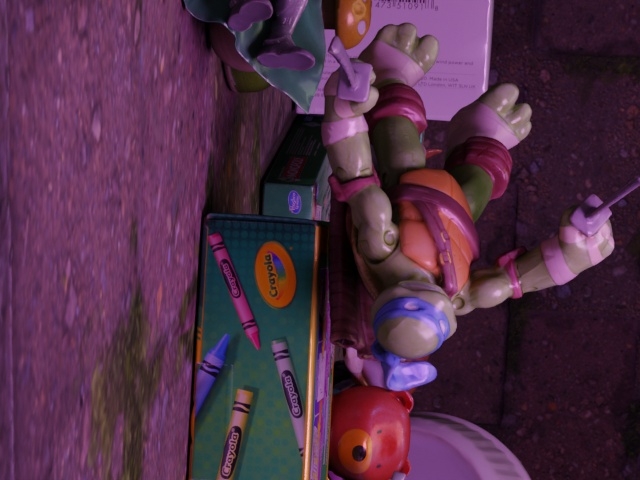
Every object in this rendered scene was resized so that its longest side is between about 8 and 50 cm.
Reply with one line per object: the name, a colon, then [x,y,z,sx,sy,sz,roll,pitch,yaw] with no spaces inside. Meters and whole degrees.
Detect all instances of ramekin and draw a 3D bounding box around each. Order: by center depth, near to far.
ramekin: [0.094,0.307,1.951,0.127,0.273,0.272,40,53,-69]

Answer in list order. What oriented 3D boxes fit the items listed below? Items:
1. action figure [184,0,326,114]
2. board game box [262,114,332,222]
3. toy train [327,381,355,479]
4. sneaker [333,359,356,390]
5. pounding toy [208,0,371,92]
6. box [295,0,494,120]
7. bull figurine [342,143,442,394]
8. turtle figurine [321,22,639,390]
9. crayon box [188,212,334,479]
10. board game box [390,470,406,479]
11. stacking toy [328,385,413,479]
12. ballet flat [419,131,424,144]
action figure: [-0.009,-0.213,1.163,0.137,0.063,0.232,49,45,-43]
board game box: [-0.015,0.013,1.688,0.317,0.046,0.213,-70,164,-74]
toy train: [0.027,0.219,1.883,0.046,0.125,0.166,-159,-112,-88]
sneaker: [0.028,0.173,2.028,0.170,0.089,0.051,84,11,-60]
pounding toy: [-0.007,-0.192,1.281,0.237,0.110,0.183,-18,111,-85]
box: [0.073,-0.209,1.750,0.119,0.181,0.182,-61,154,-77]
bull figurine: [0.069,0.005,1.821,0.188,0.101,0.310,58,31,-72]
turtle figurine: [0.100,-0.061,1.223,0.266,0.198,0.274,-85,178,-56]
crayon box: [-0.038,0.122,1.291,0.165,0.081,0.278,4,88,-85]
board game box: [0.037,0.410,1.581,0.390,0.050,0.390,73,33,-76]
stacking toy: [0.013,0.300,1.721,0.279,0.130,0.309,-77,169,-64]
ballet flat: [0.051,-0.170,2.030,0.123,0.123,0.348,-77,171,-62]
